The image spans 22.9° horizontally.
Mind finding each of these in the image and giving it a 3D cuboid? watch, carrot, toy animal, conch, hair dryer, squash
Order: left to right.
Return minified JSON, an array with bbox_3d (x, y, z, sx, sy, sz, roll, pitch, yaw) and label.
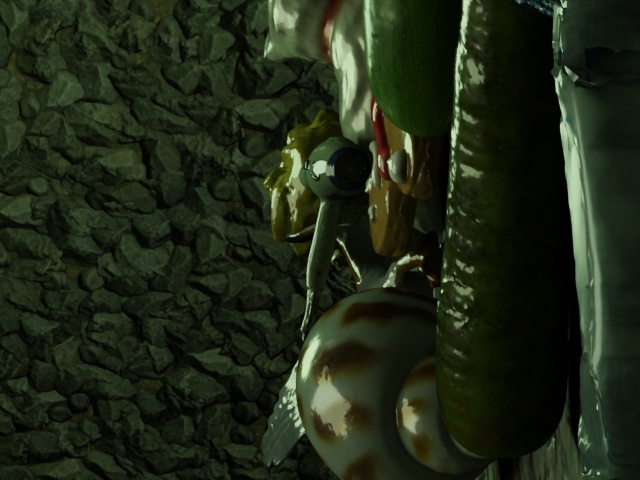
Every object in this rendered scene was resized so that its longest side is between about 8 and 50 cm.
[{"bbox_3d":[-0.001,-0.012,1.599,0.167,0.067,0.199,-122,43,-74],"label":"hair dryer"},{"bbox_3d":[0.039,-0.162,1.647,0.266,0.188,0.308,-111,19,-56],"label":"toy animal"},{"bbox_3d":[0.068,0.057,1.575,0.302,0.225,0.284,130,135,-54],"label":"toy animal"},{"bbox_3d":[0.069,0.122,1.219,0.148,0.183,0.275,-55,25,12],"label":"conch"},{"bbox_3d":[0.070,-0.237,1.046,0.101,0.101,0.378,-93,1,-62],"label":"squash"},{"bbox_3d":[0.094,-0.041,0.791,0.074,0.074,0.358,-93,1,-58],"label":"carrot"},{"bbox_3d":[0.105,-0.023,0.543,0.274,0.068,0.276,71,-165,-72],"label":"watch"}]

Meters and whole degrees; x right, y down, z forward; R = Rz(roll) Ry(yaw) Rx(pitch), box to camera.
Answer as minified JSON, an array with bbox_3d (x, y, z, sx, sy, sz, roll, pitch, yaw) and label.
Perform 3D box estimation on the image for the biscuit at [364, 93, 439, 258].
[{"bbox_3d":[0.073,-0.128,1.377,0.216,0.047,0.339,-92,10,-49],"label":"biscuit"}]

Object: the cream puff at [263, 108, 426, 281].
[{"bbox_3d":[0.033,-0.069,1.841,0.221,0.195,0.194,28,-132,-42],"label":"cream puff"}]
